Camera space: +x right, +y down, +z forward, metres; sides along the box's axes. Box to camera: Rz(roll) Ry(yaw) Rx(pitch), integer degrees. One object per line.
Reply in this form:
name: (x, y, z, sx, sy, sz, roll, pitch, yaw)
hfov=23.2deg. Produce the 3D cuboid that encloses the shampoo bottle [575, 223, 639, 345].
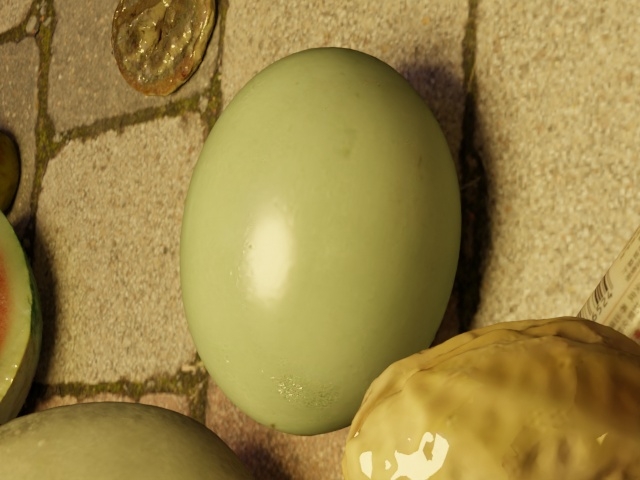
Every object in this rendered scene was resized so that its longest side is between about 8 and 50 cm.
shampoo bottle: (0.227, 0.027, 0.925, 0.278, 0.104, 0.104, -60, 43, 24)

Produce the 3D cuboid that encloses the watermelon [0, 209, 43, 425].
watermelon: (-0.369, 0.101, 1.603, 0.260, 0.176, 0.256, 44, 127, 21)

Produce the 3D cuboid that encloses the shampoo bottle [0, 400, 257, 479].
shampoo bottle: (-0.164, 0.294, 1.181, 0.322, 0.322, 0.317, -46, 42, 35)

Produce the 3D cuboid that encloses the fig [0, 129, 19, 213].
fig: (-0.412, -0.062, 1.692, 0.166, 0.154, 0.144, -59, -18, -70)

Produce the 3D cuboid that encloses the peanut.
peanut: (0.170, 0.128, 0.848, 0.149, 0.313, 0.149, -165, 90, -89)

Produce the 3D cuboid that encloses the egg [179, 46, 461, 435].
egg: (0.000, 0.000, 1.131, 0.203, 0.203, 0.283, -3, 78, 51)

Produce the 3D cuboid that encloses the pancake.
pancake: (-0.149, -0.214, 1.500, 0.158, 0.028, 0.158, -13, 72, 46)
